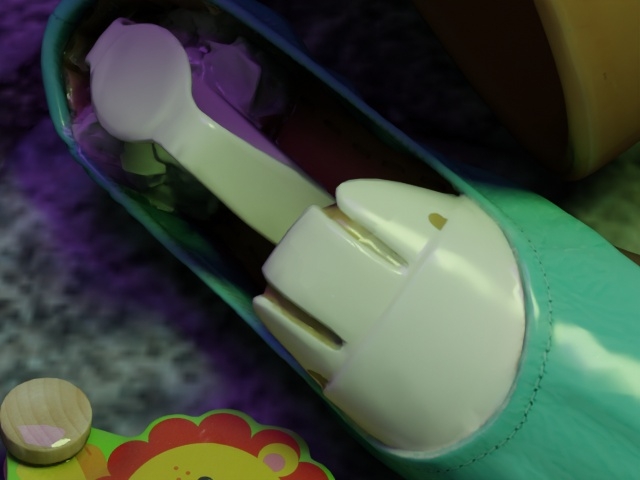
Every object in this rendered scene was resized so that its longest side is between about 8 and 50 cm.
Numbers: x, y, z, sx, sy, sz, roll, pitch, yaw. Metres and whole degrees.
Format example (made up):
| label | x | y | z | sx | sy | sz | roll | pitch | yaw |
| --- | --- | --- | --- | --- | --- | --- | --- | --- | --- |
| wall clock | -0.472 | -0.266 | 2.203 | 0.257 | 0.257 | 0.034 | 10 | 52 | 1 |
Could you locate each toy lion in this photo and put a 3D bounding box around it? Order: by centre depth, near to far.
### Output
| label | x | y | z | sx | sy | sz | roll | pitch | yaw |
| --- | --- | --- | --- | --- | --- | --- | --- | --- | --- |
| toy lion | -0.045 | 0.081 | 0.436 | 0.096 | 0.034 | 0.100 | 18 | 49 | 9 |

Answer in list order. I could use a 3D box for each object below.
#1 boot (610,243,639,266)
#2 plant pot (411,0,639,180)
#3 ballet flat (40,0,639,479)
| label | x | y | z | sx | sy | sz | roll | pitch | yaw |
| --- | --- | --- | --- | --- | --- | --- | --- | --- | --- |
| boot | 0.116 | 0.003 | 0.497 | 0.114 | 0.037 | 0.106 | -28 | 62 | -19 |
| plant pot | 0.082 | -0.189 | 0.478 | 0.203 | 0.291 | 0.291 | -29 | 48 | 0 |
| ballet flat | 0.000 | 0.000 | 0.465 | 0.087 | 0.083 | 0.247 | 16 | 19 | -50 |
